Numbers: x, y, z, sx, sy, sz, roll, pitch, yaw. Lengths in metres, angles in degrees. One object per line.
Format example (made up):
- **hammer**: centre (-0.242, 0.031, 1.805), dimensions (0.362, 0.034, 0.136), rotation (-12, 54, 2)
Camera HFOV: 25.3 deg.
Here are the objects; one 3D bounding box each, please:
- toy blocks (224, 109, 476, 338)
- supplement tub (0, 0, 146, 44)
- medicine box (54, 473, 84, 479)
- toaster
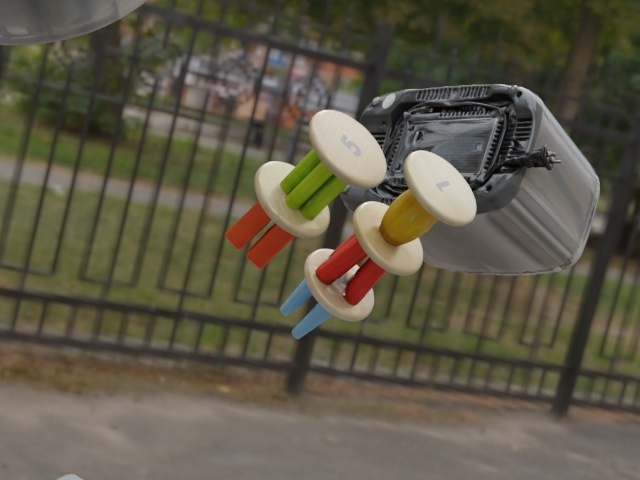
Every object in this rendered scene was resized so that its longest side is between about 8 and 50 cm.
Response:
- **toy blocks**: centre (0.000, 0.000, 0.843), dimensions (0.123, 0.148, 0.054), rotation (21, 41, -32)
- **supplement tub**: centre (-0.185, -0.278, 0.762), dimensions (0.193, 0.194, 0.316), rotation (17, -34, 23)
- **medicine box**: centre (-0.101, 0.300, 0.698), dimensions (0.149, 0.289, 0.263), rotation (-19, 18, -32)
- **toaster**: centre (0.139, -0.049, 1.226), dimensions (0.227, 0.129, 0.146), rotation (0, -27, 41)
